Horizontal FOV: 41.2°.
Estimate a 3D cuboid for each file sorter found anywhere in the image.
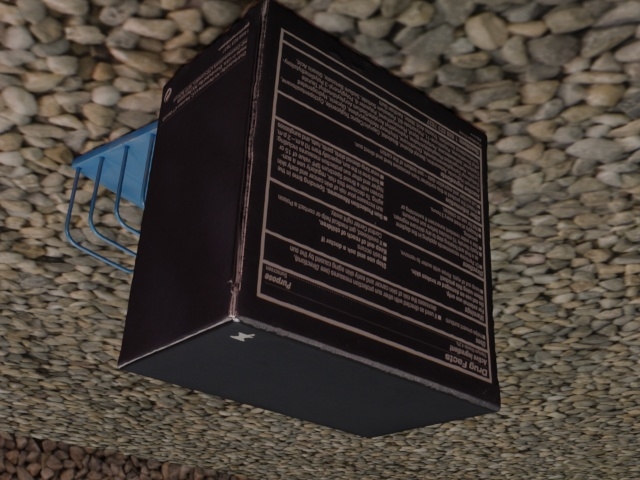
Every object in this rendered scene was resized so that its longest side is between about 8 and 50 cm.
[{"bbox_3d":[-0.175,-0.043,0.916,0.170,0.105,0.118,-17,146,33],"label":"file sorter"}]

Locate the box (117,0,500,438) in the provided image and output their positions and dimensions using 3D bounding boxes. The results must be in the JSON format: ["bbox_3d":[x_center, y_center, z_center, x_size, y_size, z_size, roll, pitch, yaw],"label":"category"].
[{"bbox_3d":[0.000,0.000,0.781,0.296,0.294,0.182,24,145,-34],"label":"box"}]
